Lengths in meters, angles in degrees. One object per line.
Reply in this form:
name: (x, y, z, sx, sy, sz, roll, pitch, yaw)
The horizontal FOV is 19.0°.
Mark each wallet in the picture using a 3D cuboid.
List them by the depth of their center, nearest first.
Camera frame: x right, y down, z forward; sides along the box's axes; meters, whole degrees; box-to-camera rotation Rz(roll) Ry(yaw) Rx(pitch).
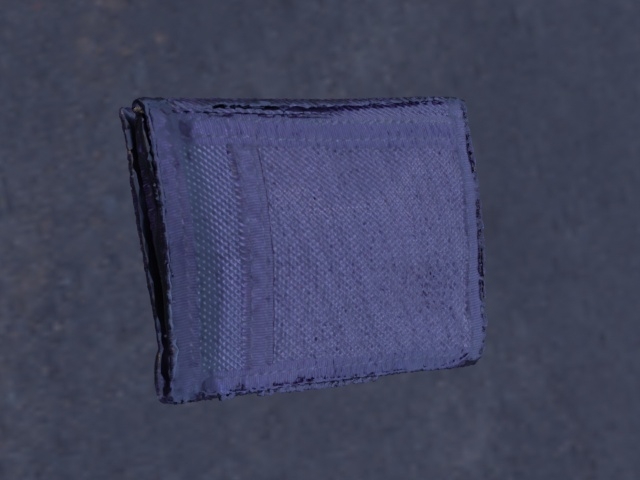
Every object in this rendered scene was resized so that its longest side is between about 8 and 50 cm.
wallet: (0.001, 0.000, 0.720, 0.166, 0.030, 0.111, -4, 83, -43)
